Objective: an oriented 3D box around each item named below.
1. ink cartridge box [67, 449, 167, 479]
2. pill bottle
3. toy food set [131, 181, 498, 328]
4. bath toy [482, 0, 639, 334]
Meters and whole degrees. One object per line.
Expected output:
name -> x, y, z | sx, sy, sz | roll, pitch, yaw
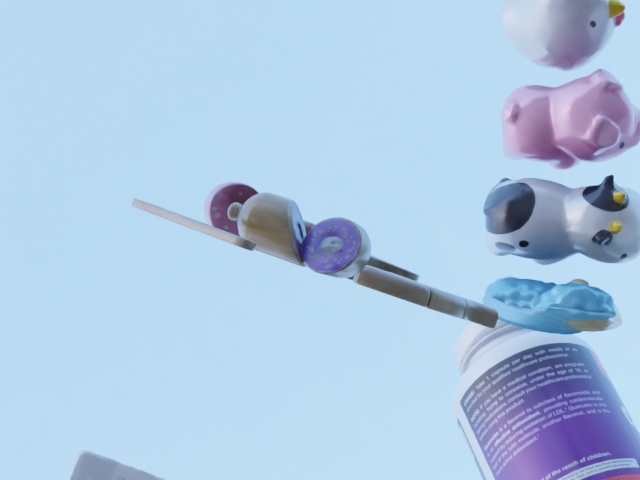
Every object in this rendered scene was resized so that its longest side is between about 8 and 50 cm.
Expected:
ink cartridge box -> -0.079, 0.387, 1.332 | 0.385, 0.091, 0.308 | 21, -105, -3
pill bottle -> 0.263, 0.229, 1.767 | 0.181, 0.323, 0.181 | -13, -40, -11
toy food set -> 0.000, 0.000, 0.532 | 0.122, 0.078, 0.019 | 19, -90, -47
bath toy -> 0.230, -0.094, 1.453 | 0.151, 0.348, 0.129 | 5, -14, -2
